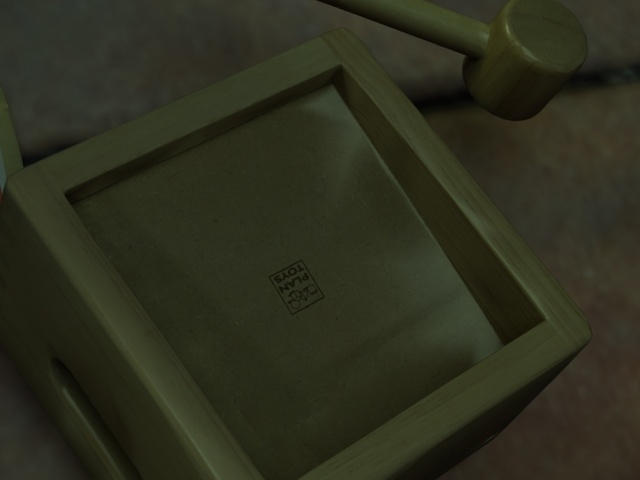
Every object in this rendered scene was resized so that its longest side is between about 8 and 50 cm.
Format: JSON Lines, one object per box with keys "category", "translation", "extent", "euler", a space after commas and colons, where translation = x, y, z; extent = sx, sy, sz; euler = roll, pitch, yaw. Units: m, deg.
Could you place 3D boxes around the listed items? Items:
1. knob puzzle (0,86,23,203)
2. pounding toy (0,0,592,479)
{"category": "knob puzzle", "translation": [-0.178, -0.028, 0.452], "extent": [0.213, 0.030, 0.213], "euler": [9, 66, -20]}
{"category": "pounding toy", "translation": [-0.001, -0.010, 0.473], "extent": [0.206, 0.094, 0.181], "euler": [-28, 72, -30]}
